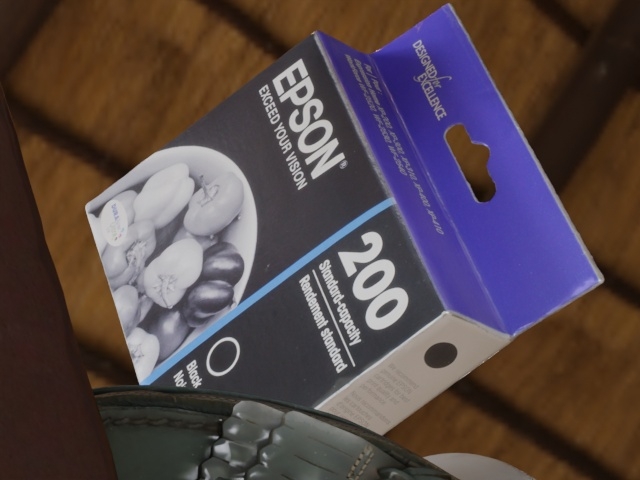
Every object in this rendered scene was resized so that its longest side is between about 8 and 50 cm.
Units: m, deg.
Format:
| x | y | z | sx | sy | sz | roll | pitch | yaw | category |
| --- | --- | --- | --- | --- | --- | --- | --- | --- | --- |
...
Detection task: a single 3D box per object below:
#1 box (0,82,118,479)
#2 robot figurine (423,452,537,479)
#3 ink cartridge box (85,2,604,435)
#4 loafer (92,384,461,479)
| x | y | z | sx | sy | sz | roll | pitch | yaw | category |
| --- | --- | --- | --- | --- | --- | --- | --- | --- | --- |
| -0.182 | -0.022 | 0.407 | 0.191 | 0.381 | 0.143 | 0 | -31 | -38 | box |
| 0.048 | 0.245 | 1.186 | 0.300 | 0.199 | 0.353 | -5 | 1 | 33 | robot figurine |
| 0.000 | 0.000 | 0.873 | 0.208 | 0.206 | 0.045 | -36 | -46 | 13 | ink cartridge box |
| 0.038 | 0.107 | 0.547 | 0.267 | 0.096 | 0.084 | 25 | -20 | -13 | loafer |
